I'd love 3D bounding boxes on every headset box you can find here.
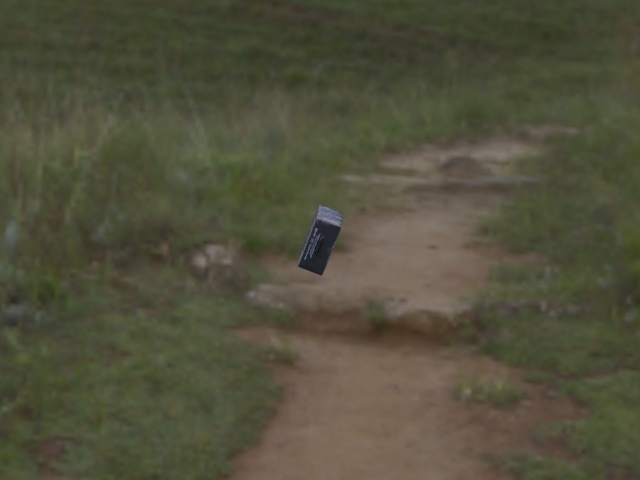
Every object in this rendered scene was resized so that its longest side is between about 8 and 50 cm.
[{"bbox_3d":[0.000,0.000,1.591,0.032,0.062,0.083,21,13,-1],"label":"headset box"}]
